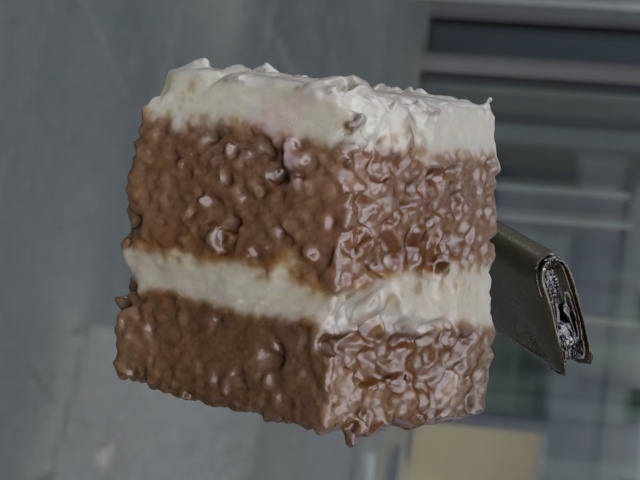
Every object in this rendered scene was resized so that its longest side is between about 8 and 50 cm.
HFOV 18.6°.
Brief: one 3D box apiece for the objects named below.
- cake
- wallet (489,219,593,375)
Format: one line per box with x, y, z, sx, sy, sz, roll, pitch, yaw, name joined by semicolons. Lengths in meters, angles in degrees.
0.000;0.000;0.846;0.135;0.134;0.147;2;100;-56;cake
0.150;0.032;1.581;0.198;0.031;0.110;34;-34;62;wallet
